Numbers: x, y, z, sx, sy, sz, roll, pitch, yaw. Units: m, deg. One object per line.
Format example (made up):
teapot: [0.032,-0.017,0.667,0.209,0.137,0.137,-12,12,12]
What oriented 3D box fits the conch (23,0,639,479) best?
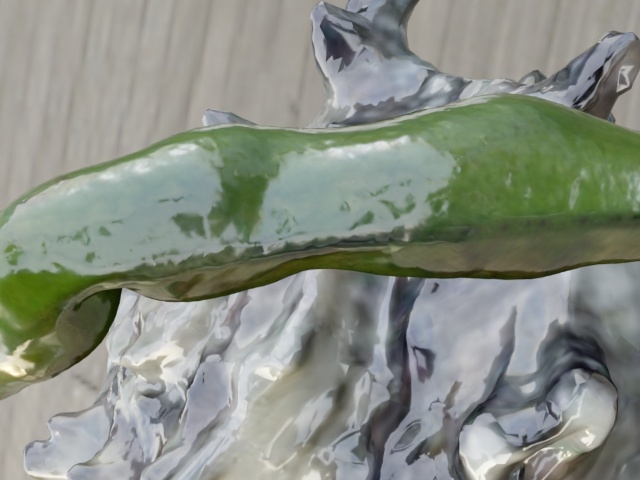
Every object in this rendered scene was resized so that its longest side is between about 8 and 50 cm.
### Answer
conch: [0.016,0.060,0.583,0.241,0.186,0.313,-19,65,14]

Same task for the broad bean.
broad bean: [-0.003,-0.003,0.406,0.061,0.195,0.046,77,177,-58]
